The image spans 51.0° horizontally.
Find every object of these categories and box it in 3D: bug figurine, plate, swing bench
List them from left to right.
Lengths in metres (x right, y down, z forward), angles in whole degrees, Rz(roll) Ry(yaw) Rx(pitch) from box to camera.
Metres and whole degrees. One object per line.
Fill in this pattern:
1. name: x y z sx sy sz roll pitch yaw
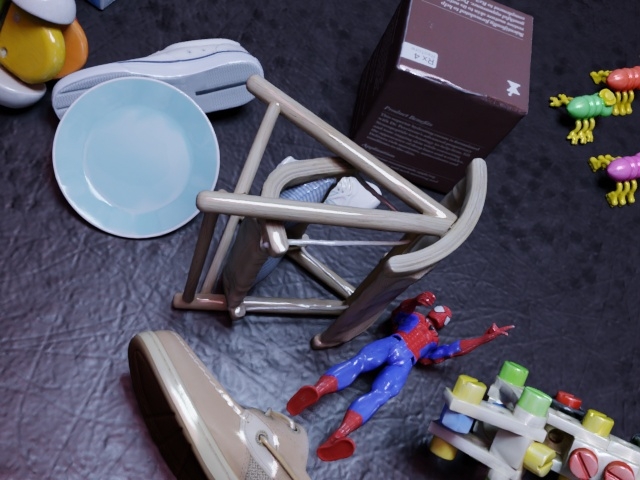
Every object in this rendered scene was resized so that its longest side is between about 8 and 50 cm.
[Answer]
1. plate: -0.214 -0.097 0.790 0.188 0.024 0.188 0 91 -14
2. swing bench: 0.000 0.000 0.709 0.254 0.253 0.165 21 61 -7
3. bug figurine: 0.495 -0.169 1.055 0.216 0.072 0.279 -15 71 -23

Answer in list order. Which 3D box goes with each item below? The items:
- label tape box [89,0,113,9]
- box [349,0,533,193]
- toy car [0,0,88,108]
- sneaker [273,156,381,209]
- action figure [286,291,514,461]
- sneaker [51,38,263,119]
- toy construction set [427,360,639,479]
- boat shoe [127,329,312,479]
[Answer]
1. label tape box: -0.325 -0.485 0.786 0.249 0.348 0.115 35 59 1
2. box: 0.151 -0.196 0.883 0.168 0.203 0.167 18 60 -9
3. toy car: -0.359 -0.261 0.800 0.182 0.159 0.136 37 25 3
4. sneaker: 0.011 -0.069 0.858 0.152 0.061 0.054 8 61 -15
5. action figure: 0.100 0.116 0.720 0.091 0.139 0.280 56 36 4
6. sneaker: -0.203 -0.195 0.847 0.258 0.094 0.091 -11 39 -18
7. toy construction set: 0.278 0.245 0.700 0.327 0.215 0.151 38 100 18
8. boat shoe: -0.068 0.223 0.664 0.110 0.121 0.341 -32 88 -33
